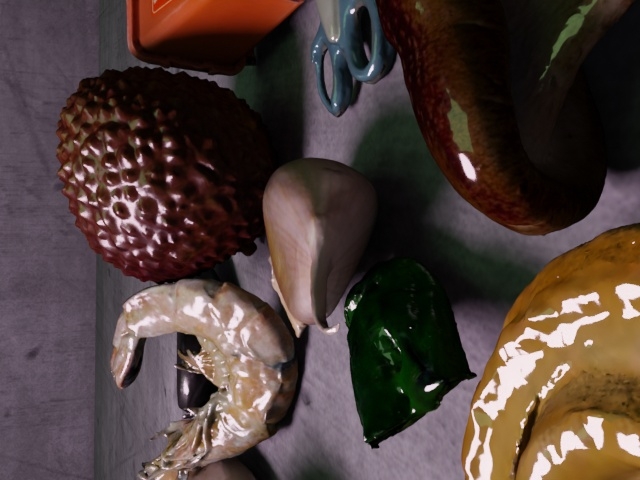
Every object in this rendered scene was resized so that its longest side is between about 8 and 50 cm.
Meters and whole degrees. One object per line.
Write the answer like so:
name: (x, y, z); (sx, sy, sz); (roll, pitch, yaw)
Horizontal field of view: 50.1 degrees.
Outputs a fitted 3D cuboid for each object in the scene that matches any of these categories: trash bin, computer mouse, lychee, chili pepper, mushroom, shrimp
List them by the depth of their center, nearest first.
mushroom: (0.142, -0.140, 0.352); (0.217, 0.148, 0.226); (-36, 66, 39)
chili pepper: (0.054, 0.068, 0.503); (0.098, 0.061, 0.224); (-51, 9, 11)
trash bin: (-0.113, -0.304, 0.828); (0.239, 0.185, 0.161); (-8, 83, 53)
lychee: (-0.181, -0.081, 0.850); (0.276, 0.304, 0.275); (-31, 35, 25)
shrimp: (-0.168, 0.186, 0.866); (0.360, 0.247, 0.085); (-55, -1, 31)
computer mouse: (-0.173, 0.132, 1.034); (0.137, 0.087, 0.269); (107, 159, -43)

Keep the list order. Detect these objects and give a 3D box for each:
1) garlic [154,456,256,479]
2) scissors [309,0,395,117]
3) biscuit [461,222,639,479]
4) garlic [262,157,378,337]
garlic: (-0.148, 0.435, 0.944); (0.325, 0.132, 0.278); (-156, 61, -68)
scissors: (0.011, -0.273, 0.690); (0.138, 0.041, 0.289); (-35, 63, 59)
biscuit: (0.164, 0.135, 0.310); (0.296, 0.102, 0.296); (179, 90, -67)
garlic: (-0.001, -0.003, 0.586); (0.148, 0.129, 0.266); (63, 179, 4)
